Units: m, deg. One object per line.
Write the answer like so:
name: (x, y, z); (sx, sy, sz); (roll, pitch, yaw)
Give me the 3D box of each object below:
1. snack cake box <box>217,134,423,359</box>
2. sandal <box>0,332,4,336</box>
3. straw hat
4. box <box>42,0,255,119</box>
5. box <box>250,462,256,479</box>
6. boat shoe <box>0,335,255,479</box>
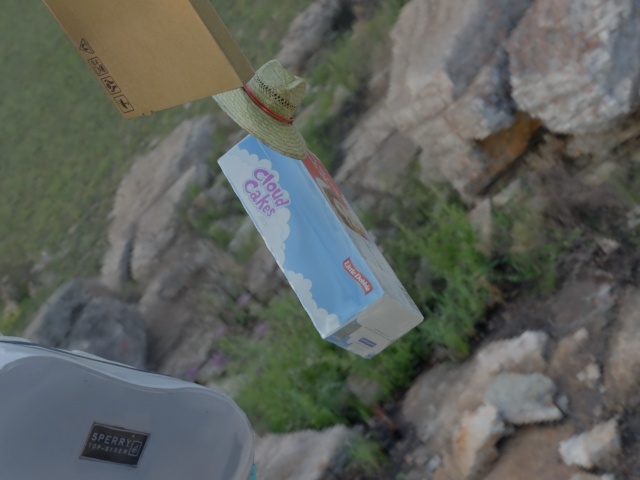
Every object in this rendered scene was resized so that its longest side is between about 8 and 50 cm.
snack cake box: (0.000, 0.000, 1.332); (0.089, 0.152, 0.264); (-37, 65, 11)
sandal: (-0.289, 0.044, 0.687); (0.102, 0.265, 0.076); (-51, 34, 4)
straw hat: (-0.048, -0.152, 1.166); (0.061, 0.144, 0.144); (-48, 24, 18)
box: (-0.155, -0.188, 0.856); (0.164, 0.201, 0.021); (-6, 34, 48)
box: (-0.137, 0.404, 1.456); (0.100, 0.244, 0.060); (3, 5, 35)
boat shoe: (-0.120, 0.097, 0.588); (0.084, 0.258, 0.095); (18, 74, 30)
